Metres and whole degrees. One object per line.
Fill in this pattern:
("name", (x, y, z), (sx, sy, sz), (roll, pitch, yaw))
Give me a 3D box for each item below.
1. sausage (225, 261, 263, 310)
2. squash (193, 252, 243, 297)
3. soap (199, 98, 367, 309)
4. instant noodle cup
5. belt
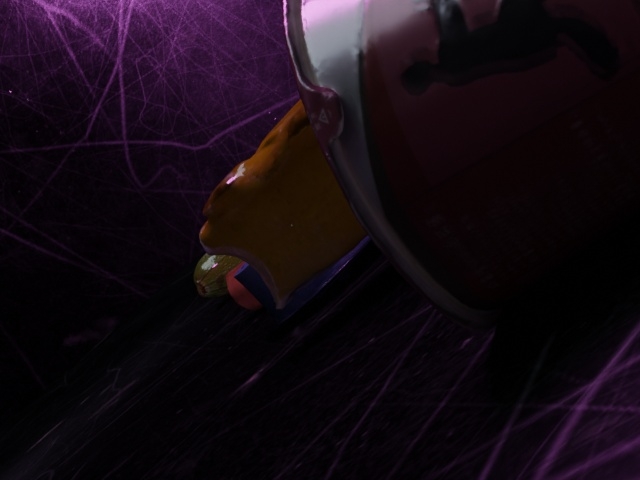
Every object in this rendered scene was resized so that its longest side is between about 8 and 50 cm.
("sausage", (-0.040, 0.024, 1.768), (0.065, 0.065, 0.169), (-45, 6, -37))
("squash", (-0.099, 0.008, 2.238), (0.219, 0.068, 0.077), (-45, 2, -43))
("soap", (0.076, -0.080, 1.264), (0.304, 0.169, 0.338), (-42, 4, -17))
("instant noodle cup", (0.114, -0.088, 0.892), (0.178, 0.235, 0.235), (-28, 10, 21))
("belt", (0.000, 0.000, 1.572), (0.141, 0.082, 0.190), (-39, 6, 43))
